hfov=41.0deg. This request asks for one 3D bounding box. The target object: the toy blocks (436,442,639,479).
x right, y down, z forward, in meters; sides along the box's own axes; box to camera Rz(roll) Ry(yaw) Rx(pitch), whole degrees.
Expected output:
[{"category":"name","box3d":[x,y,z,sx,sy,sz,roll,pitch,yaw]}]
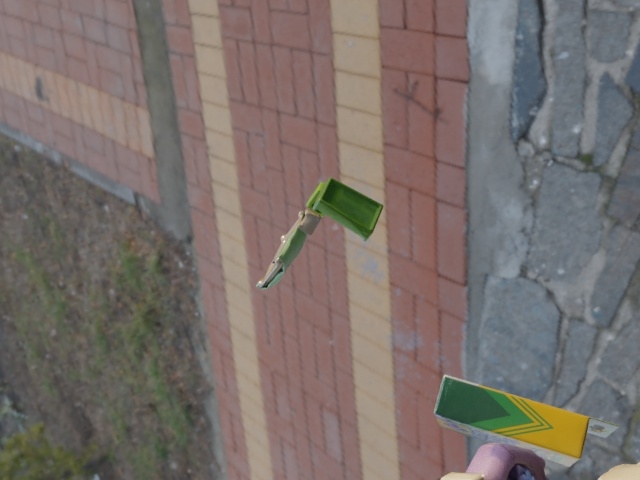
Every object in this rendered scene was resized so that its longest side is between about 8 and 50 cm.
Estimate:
[{"category":"toy blocks","box3d":[0.320,0.291,0.733,0.309,0.260,0.288,-14,92,51]}]

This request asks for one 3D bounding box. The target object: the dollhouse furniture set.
[{"category":"dollhouse furniture set","box3d":[0.000,0.000,0.834,0.059,0.076,0.151,31,141,-7]}]

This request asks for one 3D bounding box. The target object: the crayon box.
[{"category":"crayon box","box3d":[0.386,0.355,1.636,0.323,0.083,0.203,14,165,15]}]
